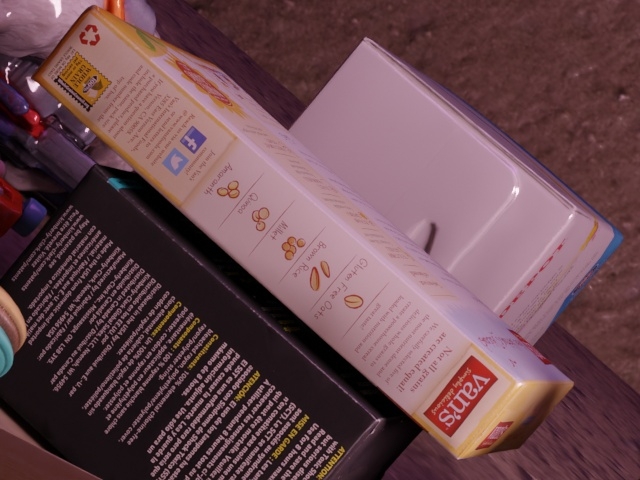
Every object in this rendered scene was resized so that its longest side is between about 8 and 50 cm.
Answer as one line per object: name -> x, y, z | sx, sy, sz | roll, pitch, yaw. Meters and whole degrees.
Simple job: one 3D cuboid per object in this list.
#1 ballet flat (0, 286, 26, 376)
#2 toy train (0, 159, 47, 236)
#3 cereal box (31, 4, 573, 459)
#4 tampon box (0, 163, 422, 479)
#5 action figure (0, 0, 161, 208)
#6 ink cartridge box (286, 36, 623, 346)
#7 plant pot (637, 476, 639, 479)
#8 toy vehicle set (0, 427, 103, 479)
ballet flat -> -0.178, -0.003, 0.592 | 0.232, 0.080, 0.073 | 26, 42, -60
toy train -> -0.205, -0.039, 0.859 | 0.166, 0.046, 0.125 | 40, 6, -21
cereal box -> 0.000, 0.000, 0.799 | 0.240, 0.047, 0.173 | 42, 6, 14
tampon box -> -0.051, 0.060, 0.780 | 0.161, 0.101, 0.120 | 41, 7, 14
action figure -> -0.198, -0.159, 1.116 | 0.341, 0.178, 0.330 | 40, -2, -8
ink cartridge box -> 0.076, 0.001, 1.352 | 0.197, 0.198, 0.270 | 42, 8, 14
plant pot -> 0.270, 0.217, 0.739 | 0.305, 0.334, 0.334 | 26, 11, -17
toy vehicle set -> 0.014, 0.128, 0.474 | 0.267, 0.035, 0.166 | 20, -19, 35
